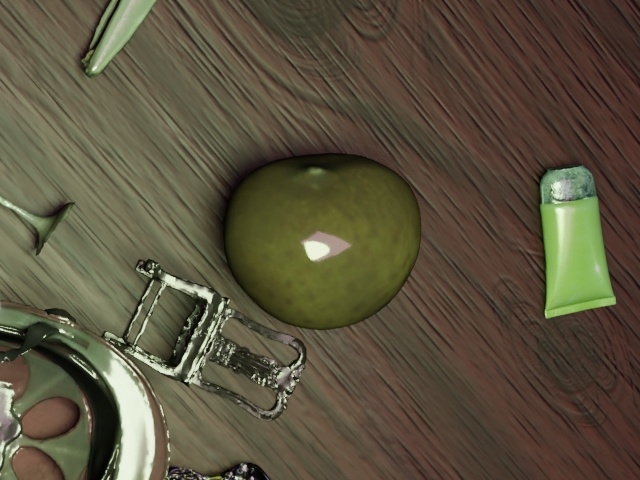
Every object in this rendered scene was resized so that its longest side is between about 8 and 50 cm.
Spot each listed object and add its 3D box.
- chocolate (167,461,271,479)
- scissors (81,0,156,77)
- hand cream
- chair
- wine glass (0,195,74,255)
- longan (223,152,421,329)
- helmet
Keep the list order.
[{"bbox_3d":[-0.115,0.279,1.705,0.147,0.070,0.072,9,78,-28],"label":"chocolate"},{"bbox_3d":[-0.180,-0.299,1.677,0.138,0.041,0.289,32,77,-15],"label":"scissors"},{"bbox_3d":[0.299,-0.001,1.838,0.095,0.046,0.175,-11,100,-19],"label":"hand cream"},{"bbox_3d":[-0.113,0.114,1.673,0.229,0.113,0.106,26,85,-13],"label":"chair"},{"bbox_3d":[-0.387,-0.076,1.602,0.262,0.074,0.074,31,81,-15],"label":"wine glass"},{"bbox_3d":[0.000,0.000,1.665,0.220,0.196,0.197,-4,92,-25],"label":"longan"},{"bbox_3d":[-0.339,0.198,1.551,0.338,0.197,0.271,12,80,-22],"label":"helmet"}]
